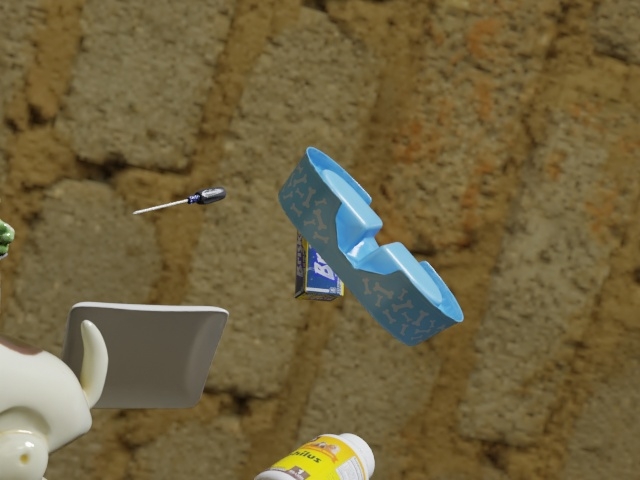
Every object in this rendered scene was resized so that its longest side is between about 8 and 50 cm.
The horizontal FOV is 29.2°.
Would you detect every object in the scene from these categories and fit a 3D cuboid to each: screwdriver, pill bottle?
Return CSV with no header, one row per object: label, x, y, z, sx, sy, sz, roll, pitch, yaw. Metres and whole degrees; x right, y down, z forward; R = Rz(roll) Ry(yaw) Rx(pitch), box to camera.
screwdriver,-0.200,-0.053,1.773,0.025,0.170,0.024,33,-57,28
pill bottle,-0.008,0.360,1.815,0.215,0.117,0.117,-22,140,-56

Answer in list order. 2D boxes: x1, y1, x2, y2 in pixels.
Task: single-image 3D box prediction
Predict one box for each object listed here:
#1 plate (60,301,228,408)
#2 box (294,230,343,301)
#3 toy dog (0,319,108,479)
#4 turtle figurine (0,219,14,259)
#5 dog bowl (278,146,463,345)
plate,-0.328,0.200,2.188,0.045,0.277,0.278,-108,-151,-43
box,0.000,0.000,1.745,0.054,0.059,0.169,141,-47,-67
toy dog,-0.520,0.185,1.715,0.395,0.408,0.284,-36,-153,-8
turtle figurine,-0.461,0.019,1.471,0.266,0.198,0.275,164,-68,-66
dog bowl,0.059,0.013,1.583,0.074,0.297,0.166,-43,172,13
